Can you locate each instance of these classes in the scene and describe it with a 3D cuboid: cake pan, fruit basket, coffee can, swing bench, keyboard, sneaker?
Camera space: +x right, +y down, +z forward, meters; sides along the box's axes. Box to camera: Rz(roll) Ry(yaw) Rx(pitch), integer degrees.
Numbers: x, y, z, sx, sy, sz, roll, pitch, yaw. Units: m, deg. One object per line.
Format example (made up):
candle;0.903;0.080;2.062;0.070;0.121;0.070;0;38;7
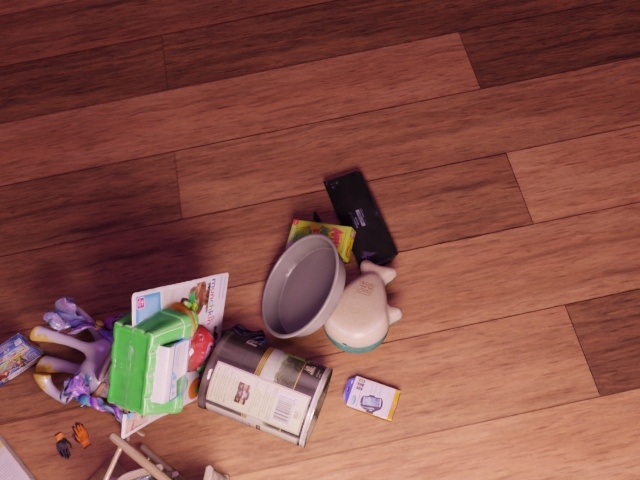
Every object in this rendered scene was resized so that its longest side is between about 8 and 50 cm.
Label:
cake pan;-0.042;0.124;1.699;0.293;0.054;0.293;-31;44;35
fruit basket;-0.323;0.256;1.514;0.165;0.353;0.327;14;100;30
coffee can;-0.132;0.361;1.584;0.275;0.202;0.202;19;67;8
swing bench;-0.359;0.567;1.474;0.254;0.253;0.165;16;67;9
keyboard;0.079;-0.047;1.874;0.201;0.033;0.317;-18;63;-6
sneaker;-0.236;0.264;1.735;0.188;0.067;0.078;2;44;7

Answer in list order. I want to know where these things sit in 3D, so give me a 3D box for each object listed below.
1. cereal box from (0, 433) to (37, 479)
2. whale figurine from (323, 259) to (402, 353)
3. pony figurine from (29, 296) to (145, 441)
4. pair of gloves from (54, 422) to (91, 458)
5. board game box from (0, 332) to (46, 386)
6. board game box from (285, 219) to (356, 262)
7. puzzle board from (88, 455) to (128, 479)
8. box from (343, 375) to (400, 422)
cereal box;-0.803;0.623;1.602;0.240;0.047;0.173;41;73;20
whale figurine;0.113;0.179;1.713;0.216;0.141;0.272;15;50;16
pony figurine;-0.550;0.294;1.651;0.363;0.303;0.351;26;100;12
pair of gloves;-0.637;0.514;1.664;0.083;0.010;0.074;-31;66;-10
board game box;-0.842;0.333;1.700;0.201;0.136;0.035;-34;67;-13
board game box;0.000;0.000;1.817;0.181;0.043;0.092;8;73;25
puzzle board;-0.510;0.615;1.604;0.128;0.011;0.096;37;71;19
box;0.128;0.401;1.651;0.136;0.028;0.081;16;66;15
